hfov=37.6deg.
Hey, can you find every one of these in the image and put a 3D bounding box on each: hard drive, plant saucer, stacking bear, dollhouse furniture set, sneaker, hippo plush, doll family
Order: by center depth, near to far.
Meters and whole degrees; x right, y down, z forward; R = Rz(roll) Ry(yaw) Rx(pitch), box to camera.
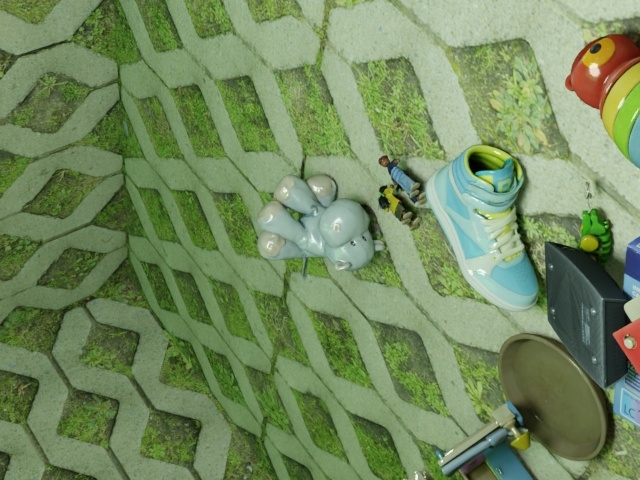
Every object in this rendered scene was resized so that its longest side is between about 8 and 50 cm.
[{"bbox_3d":[0.460,-0.189,1.308,0.164,0.175,0.289,31,-163,-46],"label":"stacking bear"},{"bbox_3d":[0.424,0.110,1.505,0.254,0.054,0.172,-108,10,-70],"label":"hard drive"},{"bbox_3d":[0.323,-0.031,1.714,0.319,0.127,0.208,57,154,11],"label":"sneaker"},{"bbox_3d":[0.460,0.302,1.849,0.278,0.041,0.278,40,145,37],"label":"plant saucer"},{"bbox_3d":[0.326,0.503,1.931,0.198,0.286,0.303,55,176,18],"label":"dollhouse furniture set"},{"bbox_3d":[0.166,-0.106,1.993,0.111,0.076,0.193,53,146,31],"label":"doll family"},{"bbox_3d":[0.000,0.000,2.192,0.236,0.234,0.294,27,135,51],"label":"hippo plush"}]

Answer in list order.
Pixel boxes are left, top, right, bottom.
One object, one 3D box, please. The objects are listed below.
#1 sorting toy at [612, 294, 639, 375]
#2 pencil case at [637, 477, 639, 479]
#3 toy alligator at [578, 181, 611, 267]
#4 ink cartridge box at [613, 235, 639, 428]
[{"bbox_3d":[0.529,0.158,1.226,0.257,0.089,0.255,60,150,13],"label":"sorting toy"},{"bbox_3d":[0.664,0.541,1.553,0.386,0.167,0.160,36,146,43],"label":"pencil case"},{"bbox_3d":[0.461,-0.013,1.570,0.051,0.056,0.189,3,123,12],"label":"toy alligator"},{"bbox_3d":[0.587,0.139,1.371,0.270,0.151,0.395,32,138,46],"label":"ink cartridge box"}]
